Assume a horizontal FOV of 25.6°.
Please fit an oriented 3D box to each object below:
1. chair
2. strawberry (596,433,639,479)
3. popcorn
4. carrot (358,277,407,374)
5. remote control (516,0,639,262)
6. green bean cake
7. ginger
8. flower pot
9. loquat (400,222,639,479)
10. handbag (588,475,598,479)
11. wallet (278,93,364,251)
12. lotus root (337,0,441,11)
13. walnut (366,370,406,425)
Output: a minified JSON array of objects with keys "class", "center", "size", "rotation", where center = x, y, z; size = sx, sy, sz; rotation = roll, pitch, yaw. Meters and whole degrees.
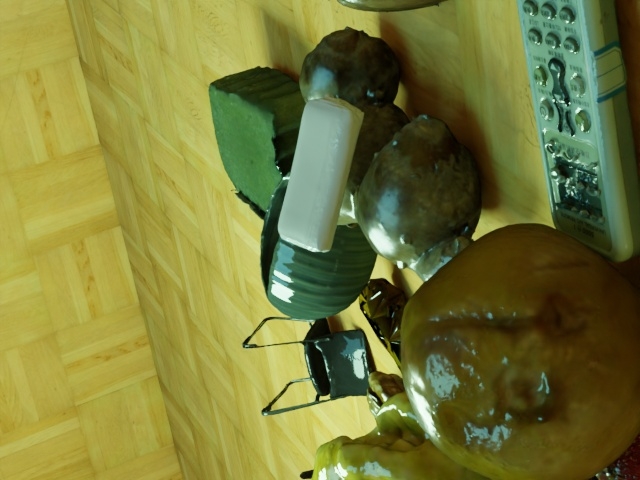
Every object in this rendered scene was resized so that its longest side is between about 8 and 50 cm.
[{"class":"chair","center":[0.002,0.201,2.400],"size":[0.145,0.221,0.140],"rotation":[-46,-57,-62]},{"class":"strawberry","center":[0.337,0.242,1.505],"size":[0.106,0.106,0.106],"rotation":[55,156,38]},{"class":"popcorn","center":[0.133,0.328,1.864],"size":[0.281,0.297,0.315],"rotation":[53,126,35]},{"class":"carrot","center":[0.129,0.154,2.048],"size":[0.228,0.069,0.069],"rotation":[59,159,26]},{"class":"remote control","center":[0.257,-0.146,1.371],"size":[0.128,0.066,0.335],"rotation":[29,136,60]},{"class":"green bean cake","center":[-0.071,-0.146,2.204],"size":[0.227,0.125,0.222],"rotation":[41,144,52]},{"class":"ginger","center":[0.085,-0.084,1.760],"size":[0.375,0.176,0.256],"rotation":[52,139,41]},{"class":"flower pot","center":[0.000,0.000,2.045],"size":[0.189,0.157,0.243],"rotation":[-105,27,-62]},{"class":"loquat","center":[0.208,0.121,1.442],"size":[0.284,0.276,0.276],"rotation":[-142,33,-82]},{"class":"handbag","center":[0.297,0.312,1.738],"size":[0.192,0.075,0.332],"rotation":[35,138,54]},{"class":"wallet","center":[-0.001,-0.083,1.717],"size":[0.095,0.033,0.190],"rotation":[19,100,47]},{"class":"lotus root","center":[0.079,-0.306,1.645],"size":[0.095,0.135,0.159],"rotation":[88,167,-46]},{"class":"walnut","center":[0.129,0.280,2.168],"size":[0.143,0.069,0.170],"rotation":[96,150,-55]}]
